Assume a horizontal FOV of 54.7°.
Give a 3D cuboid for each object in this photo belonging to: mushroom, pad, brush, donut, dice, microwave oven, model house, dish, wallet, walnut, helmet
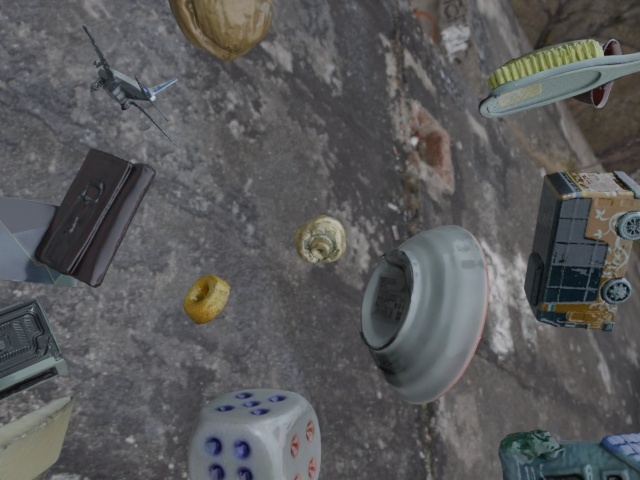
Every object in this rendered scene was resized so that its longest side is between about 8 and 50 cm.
[{"bbox_3d":[0.000,0.000,1.654,0.148,0.148,0.112,56,26,-31],"label":"mushroom"},{"bbox_3d":[-0.583,-0.002,1.186,0.243,0.004,0.164,9,77,-29],"label":"pad"},{"bbox_3d":[0.327,-0.211,0.715,0.068,0.297,0.060,44,37,-66],"label":"brush"},{"bbox_3d":[-0.309,0.154,1.659,0.058,0.152,0.152,45,40,-32],"label":"donut"},{"bbox_3d":[-0.115,0.387,1.128,0.192,0.194,0.193,-19,108,-69],"label":"dice"},{"bbox_3d":[-0.610,0.219,1.175,0.208,0.122,0.162,-23,76,-25],"label":"microwave oven"},{"bbox_3d":[0.481,0.426,0.899,0.251,0.329,0.295,15,65,-36],"label":"model house"},{"bbox_3d":[0.120,0.091,0.870,0.085,0.260,0.260,18,56,-20],"label":"dish"},{"bbox_3d":[-0.395,-0.046,1.077,0.049,0.182,0.229,39,73,-55],"label":"wallet"},{"bbox_3d":[-0.175,-0.438,1.080,0.198,0.198,0.245,-32,119,-60],"label":"walnut"},{"bbox_3d":[0.646,-0.412,1.499,0.175,0.106,0.155,-52,139,-18],"label":"helmet"}]

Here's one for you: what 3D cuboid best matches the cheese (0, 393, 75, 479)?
[{"bbox_3d":[-0.292,0.199,0.470,0.400,0.034,0.085,16,97,-86],"label":"cheese"}]

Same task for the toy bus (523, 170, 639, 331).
[{"bbox_3d":[0.474,0.020,1.131,0.138,0.167,0.275,-78,169,-65],"label":"toy bus"}]

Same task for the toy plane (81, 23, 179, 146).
[{"bbox_3d":[-0.296,-0.235,0.938,0.058,0.226,0.226,-51,134,-20],"label":"toy plane"}]
